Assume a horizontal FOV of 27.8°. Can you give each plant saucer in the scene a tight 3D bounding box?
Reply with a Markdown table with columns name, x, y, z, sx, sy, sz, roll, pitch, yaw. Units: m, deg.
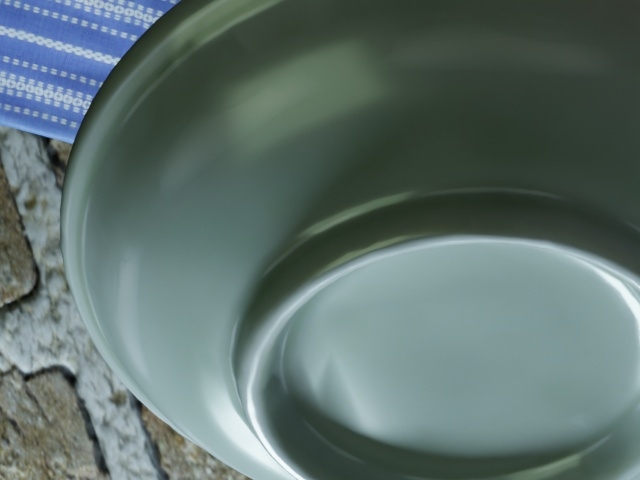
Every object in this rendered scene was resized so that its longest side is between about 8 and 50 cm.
| name | x | y | z | sx | sy | sz | roll | pitch | yaw |
| --- | --- | --- | --- | --- | --- | --- | --- | --- | --- |
| plant saucer | 0.069 | 0.038 | 0.623 | 0.400 | 0.100 | 0.400 | 1 | 133 | 1 |

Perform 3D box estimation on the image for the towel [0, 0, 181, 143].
| name | x | y | z | sx | sy | sz | roll | pitch | yaw |
| --- | --- | --- | --- | --- | --- | --- | --- | --- | --- |
| towel | -0.102 | -0.198 | 0.812 | 0.243 | 0.040 | 0.336 | 15 | 118 | -9 |
